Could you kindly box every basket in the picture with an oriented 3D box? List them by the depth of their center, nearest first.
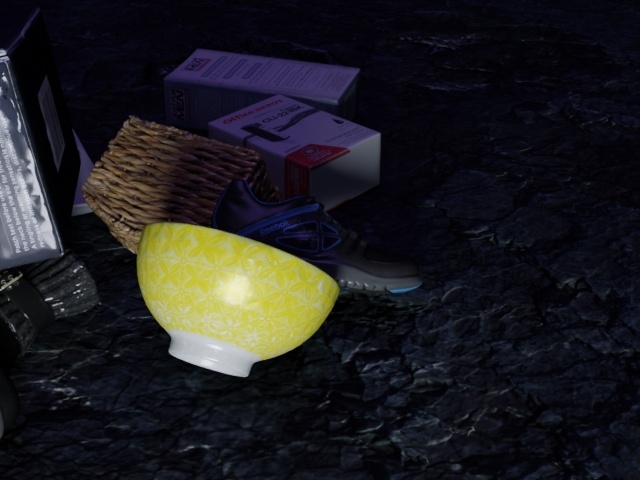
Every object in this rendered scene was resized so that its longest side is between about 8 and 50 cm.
[{"bbox_3d":[-0.225,-0.044,1.735,0.299,0.223,0.213,18,68,26],"label":"basket"}]

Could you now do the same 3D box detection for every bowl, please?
[{"bbox_3d":[-0.132,0.098,1.409,0.289,0.289,0.156,12,74,18],"label":"bowl"}]

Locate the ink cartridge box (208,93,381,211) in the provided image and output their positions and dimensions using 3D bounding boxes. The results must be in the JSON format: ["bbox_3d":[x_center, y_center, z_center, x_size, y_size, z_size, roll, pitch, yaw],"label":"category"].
[{"bbox_3d":[-0.051,-0.164,1.914,0.273,0.114,0.197,25,39,36],"label":"ink cartridge box"}]

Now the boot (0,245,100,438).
[{"bbox_3d":[-0.417,0.125,1.414,0.260,0.131,0.348,-19,36,-29],"label":"boot"}]

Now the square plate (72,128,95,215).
[{"bbox_3d":[-0.588,-0.101,1.865,0.347,0.049,0.344,-13,33,-21],"label":"square plate"}]

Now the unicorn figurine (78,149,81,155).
[{"bbox_3d":[-0.519,-0.163,1.878,0.162,0.060,0.111,19,31,-2],"label":"unicorn figurine"}]

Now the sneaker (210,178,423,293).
[{"bbox_3d":[0.000,0.000,1.553,0.340,0.140,0.125,13,-9,-11],"label":"sneaker"}]

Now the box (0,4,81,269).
[{"bbox_3d":[-0.626,-0.131,1.498,0.471,0.297,0.480,-12,21,-5],"label":"box"}]

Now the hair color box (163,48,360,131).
[{"bbox_3d":[-0.120,-0.302,2.145,0.374,0.114,0.185,10,32,13],"label":"hair color box"}]
